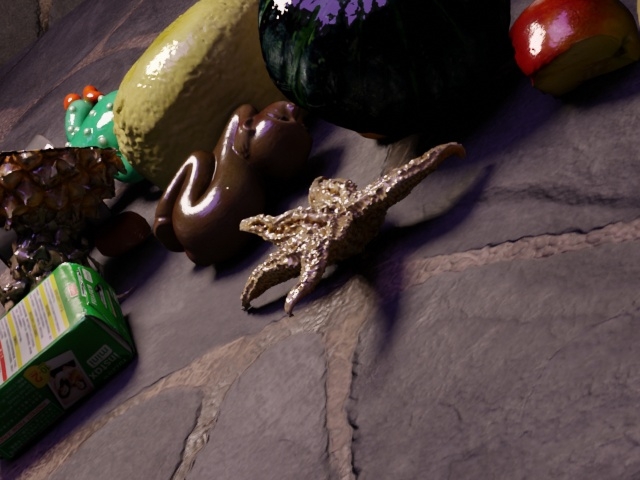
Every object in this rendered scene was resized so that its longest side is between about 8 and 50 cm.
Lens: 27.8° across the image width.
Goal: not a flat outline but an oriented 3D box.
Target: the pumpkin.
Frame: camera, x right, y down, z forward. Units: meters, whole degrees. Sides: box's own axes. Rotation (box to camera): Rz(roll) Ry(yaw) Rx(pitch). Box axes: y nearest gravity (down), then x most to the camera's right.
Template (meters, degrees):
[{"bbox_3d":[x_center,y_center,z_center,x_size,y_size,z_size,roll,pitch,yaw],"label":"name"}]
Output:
[{"bbox_3d":[0.074,-0.280,1.593,0.315,0.238,0.315,-4,54,5],"label":"pumpkin"}]

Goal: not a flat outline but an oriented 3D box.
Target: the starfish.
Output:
[{"bbox_3d":[-0.007,0.002,1.519,0.301,0.084,0.293,-50,21,-26],"label":"starfish"}]

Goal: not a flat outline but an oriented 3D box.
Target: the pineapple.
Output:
[{"bbox_3d":[-0.404,0.013,1.912,0.262,0.272,0.262,-6,-5,0],"label":"pineapple"}]

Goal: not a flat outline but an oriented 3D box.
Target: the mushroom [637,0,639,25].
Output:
[{"bbox_3d":[0.448,-0.287,1.209,0.292,0.212,0.217,-38,16,-9],"label":"mushroom"}]

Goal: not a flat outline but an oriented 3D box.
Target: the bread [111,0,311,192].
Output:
[{"bbox_3d":[-0.168,-0.226,1.942,0.320,0.237,0.320,-32,19,12],"label":"bread"}]

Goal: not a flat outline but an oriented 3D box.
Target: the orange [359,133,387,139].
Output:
[{"bbox_3d":[0.073,-0.174,1.705,0.083,0.070,0.083,-34,29,22],"label":"orange"}]

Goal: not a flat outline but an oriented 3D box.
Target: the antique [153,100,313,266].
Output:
[{"bbox_3d":[-0.107,-0.080,1.759,0.257,0.121,0.143,-48,32,-14],"label":"antique"}]

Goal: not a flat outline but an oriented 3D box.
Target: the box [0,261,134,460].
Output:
[{"bbox_3d":[-0.382,0.159,1.754,0.250,0.103,0.180,-40,34,5],"label":"box"}]

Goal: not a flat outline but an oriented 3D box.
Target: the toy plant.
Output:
[{"bbox_3d":[-0.395,-0.119,2.161,0.400,0.185,0.279,-43,20,-13],"label":"toy plant"}]

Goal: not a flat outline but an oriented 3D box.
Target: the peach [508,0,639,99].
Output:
[{"bbox_3d":[0.285,-0.231,1.456,0.151,0.151,0.118,-27,72,29],"label":"peach"}]

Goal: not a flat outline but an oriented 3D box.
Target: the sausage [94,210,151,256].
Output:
[{"bbox_3d":[-0.307,-0.007,2.002,0.094,0.054,0.059,-28,33,27],"label":"sausage"}]
